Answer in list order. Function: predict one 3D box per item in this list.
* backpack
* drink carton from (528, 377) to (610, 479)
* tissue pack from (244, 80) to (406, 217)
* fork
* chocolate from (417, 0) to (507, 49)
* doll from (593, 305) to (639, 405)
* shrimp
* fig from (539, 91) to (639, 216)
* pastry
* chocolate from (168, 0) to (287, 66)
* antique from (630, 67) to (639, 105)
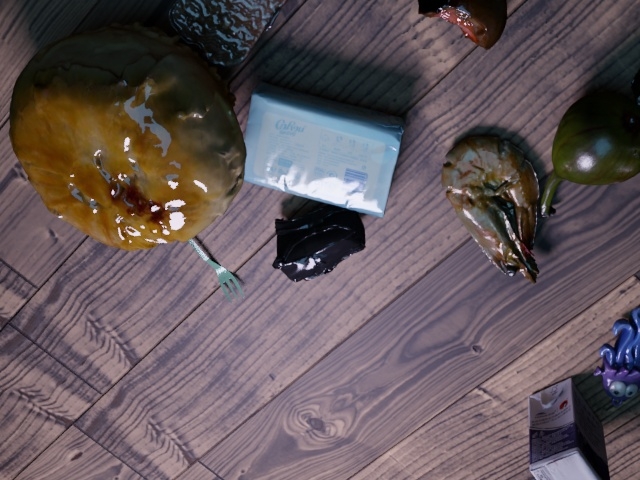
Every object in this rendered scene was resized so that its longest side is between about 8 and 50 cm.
[{"bbox_3d":[0.002,0.002,1.831,0.165,0.120,0.106,-16,137,20],"label":"backpack"},{"bbox_3d":[0.458,0.378,1.893,0.102,0.222,0.134,-30,110,25],"label":"drink carton"},{"bbox_3d":[0.003,-0.156,1.751,0.263,0.089,0.177,15,121,5],"label":"tissue pack"},{"bbox_3d":[-0.223,0.021,1.940,0.039,0.021,0.235,-30,109,21],"label":"fork"},{"bbox_3d":[0.226,-0.354,1.574,0.127,0.124,0.133,-30,142,22],"label":"chocolate"},{"bbox_3d":[0.558,0.212,1.871,0.110,0.067,0.206,4,111,-1],"label":"doll"},{"bbox_3d":[0.315,-0.048,1.768,0.154,0.062,0.294,-23,112,16],"label":"shrimp"},{"bbox_3d":[0.424,-0.140,1.679,0.151,0.151,0.259,35,148,-10],"label":"fig"},{"bbox_3d":[-0.312,-0.175,1.698,0.409,0.245,0.409,12,129,15],"label":"pastry"},{"bbox_3d":[-0.132,-0.392,1.634,0.148,0.093,0.214,38,119,-10],"label":"chocolate"},{"bbox_3d":[0.602,-0.218,1.596,0.221,0.080,0.081,23,120,-2],"label":"antique"}]
